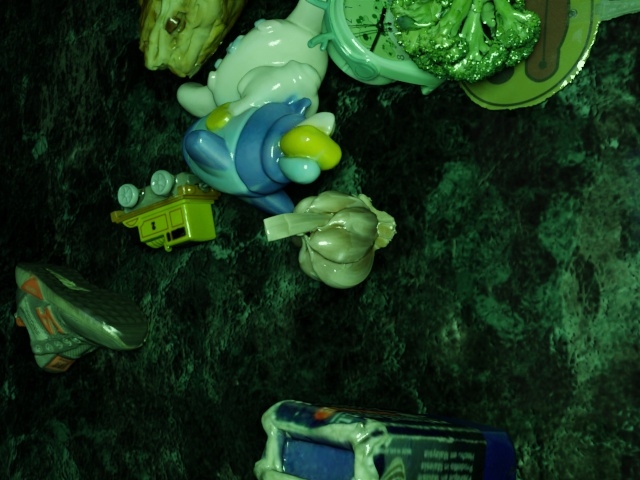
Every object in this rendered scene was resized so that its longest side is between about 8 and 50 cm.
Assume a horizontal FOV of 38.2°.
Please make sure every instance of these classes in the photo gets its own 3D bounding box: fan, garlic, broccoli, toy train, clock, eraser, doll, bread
[{"bbox_3d":[0.290,-0.280,1.163,0.335,0.011,0.229,-2,81,38],"label":"fan"},{"bbox_3d":[0.000,0.000,1.233,0.131,0.194,0.127,51,122,25],"label":"garlic"},{"bbox_3d":[0.178,-0.283,1.142,0.196,0.156,0.195,-4,47,5],"label":"broccoli"},{"bbox_3d":[-0.250,-0.043,1.501,0.219,0.089,0.127,-16,81,34],"label":"toy train"},{"bbox_3d":[0.069,-0.278,1.214,0.066,0.211,0.159,141,126,-57],"label":"clock"},{"bbox_3d":[0.088,0.239,1.014,0.155,0.332,0.101,4,83,40],"label":"eraser"},{"bbox_3d":[-0.094,-0.188,1.324,0.376,0.187,0.365,129,150,-48],"label":"doll"},{"bbox_3d":[-0.175,-0.432,1.408,0.324,0.167,0.277,-101,27,-46],"label":"bread"}]

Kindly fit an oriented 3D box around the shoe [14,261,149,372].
[{"bbox_3d":[-0.431,0.157,1.585,0.336,0.132,0.170,22,100,41],"label":"shoe"}]
